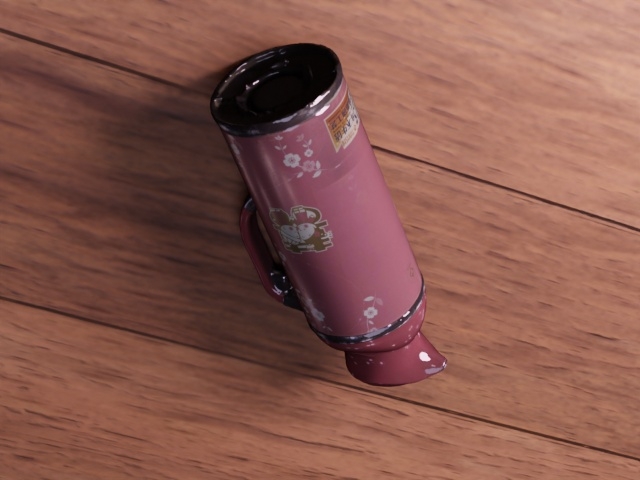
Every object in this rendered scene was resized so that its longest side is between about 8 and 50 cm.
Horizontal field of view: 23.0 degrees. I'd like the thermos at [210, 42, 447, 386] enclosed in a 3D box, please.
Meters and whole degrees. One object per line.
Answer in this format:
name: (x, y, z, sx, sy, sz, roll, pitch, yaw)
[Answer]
thermos: (0.004, 0.004, 1.324, 0.136, 0.109, 0.330, -20, 126, 4)
